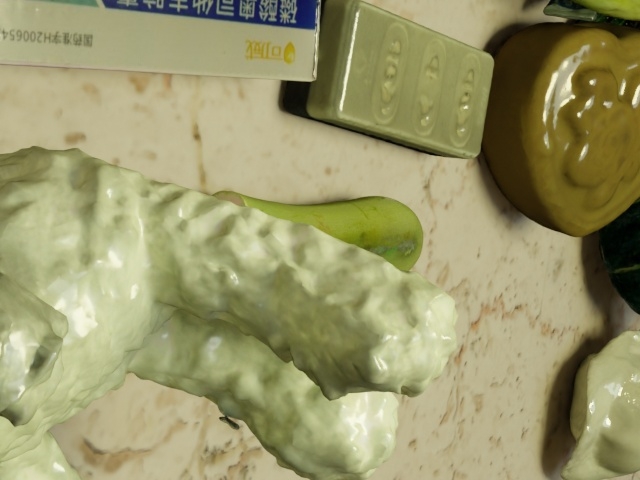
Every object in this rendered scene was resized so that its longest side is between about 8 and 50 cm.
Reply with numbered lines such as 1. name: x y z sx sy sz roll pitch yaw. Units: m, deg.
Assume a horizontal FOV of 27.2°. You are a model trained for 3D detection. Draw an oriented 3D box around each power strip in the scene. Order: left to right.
1. power strip: 0.066 -0.141 1.182 0.256 0.070 0.105 9 90 -52

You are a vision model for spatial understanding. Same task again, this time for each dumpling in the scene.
1. dumpling: 0.371 0.192 1.610 0.250 0.132 0.162 -41 134 -30

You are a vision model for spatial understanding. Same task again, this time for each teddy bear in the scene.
1. teddy bear: -0.170 0.136 0.714 0.362 0.375 0.327 -62 177 -34

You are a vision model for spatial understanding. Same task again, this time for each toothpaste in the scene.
1. toothpaste: 0.292 -0.287 1.451 0.197 0.057 0.035 -57 152 -49

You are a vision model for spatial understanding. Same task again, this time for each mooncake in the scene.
1. mooncake: 0.275 -0.116 1.392 0.234 0.117 0.235 -14 113 -36

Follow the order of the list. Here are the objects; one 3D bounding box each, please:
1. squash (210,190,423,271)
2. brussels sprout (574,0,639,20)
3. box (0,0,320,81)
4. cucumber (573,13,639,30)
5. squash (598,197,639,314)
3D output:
1. squash: 0.000 0.000 1.122 0.250 0.083 0.083 1 96 -50
2. brussels sprout: 0.285 -0.309 1.329 0.223 0.223 0.161 -43 167 -40
3. box: -0.124 -0.216 0.915 0.343 0.065 0.200 -6 101 -52
4. cucumber: 0.351 -0.266 1.534 0.241 0.074 0.074 -47 132 -33
5. squash: 0.448 -0.007 1.612 0.252 0.165 0.252 13 67 -34
